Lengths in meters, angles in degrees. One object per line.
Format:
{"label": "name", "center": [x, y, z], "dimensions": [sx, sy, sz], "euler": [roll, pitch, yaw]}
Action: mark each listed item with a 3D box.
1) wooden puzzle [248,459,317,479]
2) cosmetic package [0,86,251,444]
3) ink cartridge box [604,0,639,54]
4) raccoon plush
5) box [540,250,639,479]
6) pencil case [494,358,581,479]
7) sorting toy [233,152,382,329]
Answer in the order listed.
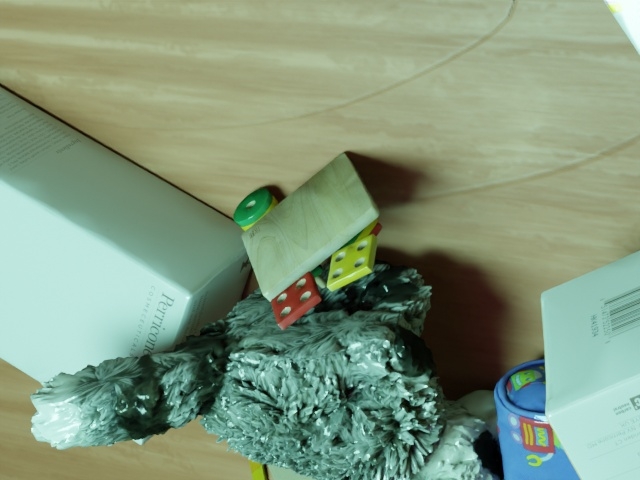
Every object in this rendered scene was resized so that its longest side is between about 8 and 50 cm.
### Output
{"label": "wooden puzzle", "center": [-0.032, 0.238, 1.895], "dimensions": [0.116, 0.014, 0.078], "euler": [-4, 117, 33]}
{"label": "cosmetic package", "center": [-0.278, 0.015, 1.834], "dimensions": [0.385, 0.156, 0.217], "euler": [29, 124, 16]}
{"label": "ink cartridge box", "center": [0.284, -0.221, 1.408], "dimensions": [0.092, 0.090, 0.143], "euler": [-29, 98, 39]}
{"label": "raccoon plush", "center": [-0.026, 0.202, 1.698], "dimensions": [0.446, 0.216, 0.299], "euler": [-11, 114, 9]}
{"label": "box", "center": [0.334, 0.197, 1.465], "dimensions": [0.168, 0.215, 0.345], "euler": [-25, 109, 16]}
{"label": "pencil case", "center": [0.249, 0.260, 1.667], "dimensions": [0.133, 0.119, 0.306], "euler": [-2, 113, 19]}
{"label": "sorting toy", "center": [0.000, 0.000, 1.645], "dimensions": [0.132, 0.274, 0.046], "euler": [-39, 117, 7]}
